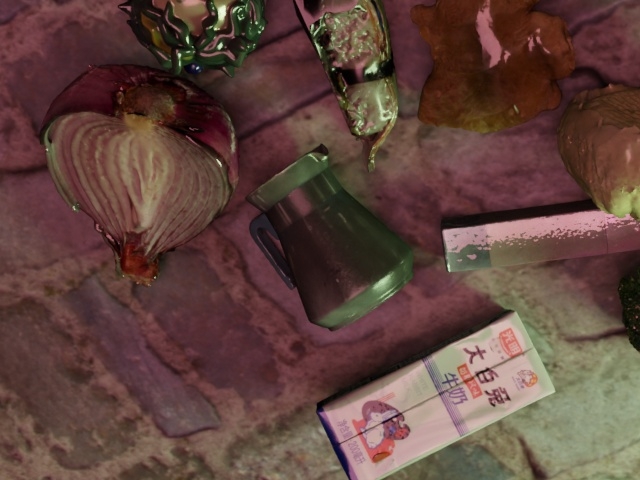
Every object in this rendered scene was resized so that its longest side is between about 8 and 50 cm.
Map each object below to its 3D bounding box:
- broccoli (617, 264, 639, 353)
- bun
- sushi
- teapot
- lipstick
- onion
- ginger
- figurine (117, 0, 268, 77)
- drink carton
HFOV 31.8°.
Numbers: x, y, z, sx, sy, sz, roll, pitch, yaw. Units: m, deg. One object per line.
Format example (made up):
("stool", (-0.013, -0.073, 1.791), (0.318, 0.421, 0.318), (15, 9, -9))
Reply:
("broccoli", (0.529, 0.094, 1.488), (0.269, 0.261, 0.242), (25, 81, 36))
("bun", (0.420, -0.100, 1.423), (0.259, 0.259, 0.152), (7, 115, 5))
("sushi", (0.059, -0.232, 1.496), (0.109, 0.134, 0.273), (-23, 101, 6))
("teapot", (0.000, 0.000, 1.557), (0.203, 0.171, 0.225), (-32, 92, 44))
("lipstick", (0.327, -0.013, 1.550), (0.317, 0.066, 0.068), (-8, 103, 9))
("onion", (-0.239, -0.102, 1.560), (0.267, 0.159, 0.349), (19, 139, 2))
("ginger", (0.223, -0.268, 1.452), (0.218, 0.123, 0.270), (8, 122, 12))
("figurine", (-0.152, -0.399, 1.445), (0.261, 0.186, 0.382), (7, 105, 10))
("drink carton", (0.159, 0.220, 1.572), (0.314, 0.106, 0.131), (-26, 89, 1))
